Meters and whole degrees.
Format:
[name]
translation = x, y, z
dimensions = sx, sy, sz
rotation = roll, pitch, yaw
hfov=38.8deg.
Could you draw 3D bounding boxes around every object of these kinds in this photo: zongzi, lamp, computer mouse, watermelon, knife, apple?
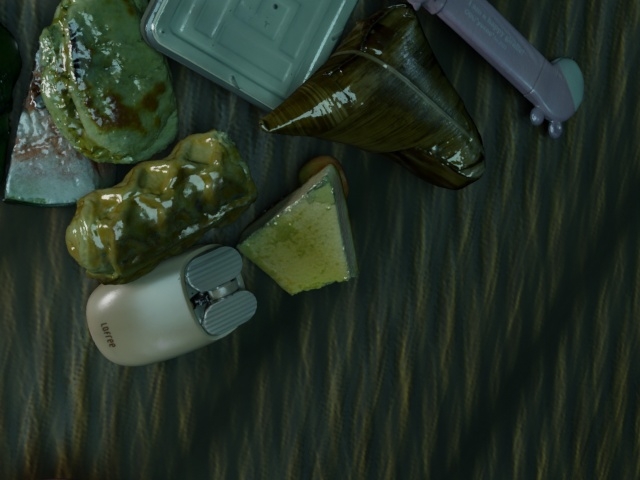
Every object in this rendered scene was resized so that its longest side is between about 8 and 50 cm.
[zongzi]
translation = 0.079, -0.146, 1.267
dimensions = 0.288, 0.134, 0.286
rotation = -44, 107, -26
[lamp]
translation = -0.079, -0.328, 1.225
dimensions = 0.269, 0.047, 0.266
rotation = 25, 92, -36
[computer mouse]
translation = -0.213, 0.094, 1.296
dimensions = 0.236, 0.082, 0.145
rotation = -18, 103, -9
[watermelon]
translation = -0.350, -0.162, 1.223
dimensions = 0.154, 0.094, 0.241
rotation = -2, 98, -21
[knife]
translation = 0.254, -0.292, 1.320
dimensions = 0.398, 0.038, 0.132
rotation = 33, 73, -32
[apple]
translation = 0.002, -0.081, 1.318
dimensions = 0.071, 0.084, 0.084
rotation = -17, 103, -7

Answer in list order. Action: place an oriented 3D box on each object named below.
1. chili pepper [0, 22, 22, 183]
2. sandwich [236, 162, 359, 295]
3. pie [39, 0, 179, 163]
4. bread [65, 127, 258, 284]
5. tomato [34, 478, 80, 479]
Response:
[chili pepper]
translation = -0.465, -0.176, 1.167
dimensions = 0.148, 0.116, 0.264
rotation = 14, 97, -18
[sandwich]
translation = 0.000, 0.000, 1.297
dimensions = 0.162, 0.058, 0.193
rotation = 41, 125, -18
[pie]
translation = -0.269, -0.221, 1.190
dimensions = 0.201, 0.090, 0.248
rotation = -24, 108, -42
[bread]
translation = -0.214, -0.042, 1.226
dimensions = 0.268, 0.130, 0.152
rotation = -32, 137, -17
[tomato]
translation = -0.376, 0.463, 1.247
dimensions = 0.270, 0.227, 0.270
rotation = 1, 81, -8
